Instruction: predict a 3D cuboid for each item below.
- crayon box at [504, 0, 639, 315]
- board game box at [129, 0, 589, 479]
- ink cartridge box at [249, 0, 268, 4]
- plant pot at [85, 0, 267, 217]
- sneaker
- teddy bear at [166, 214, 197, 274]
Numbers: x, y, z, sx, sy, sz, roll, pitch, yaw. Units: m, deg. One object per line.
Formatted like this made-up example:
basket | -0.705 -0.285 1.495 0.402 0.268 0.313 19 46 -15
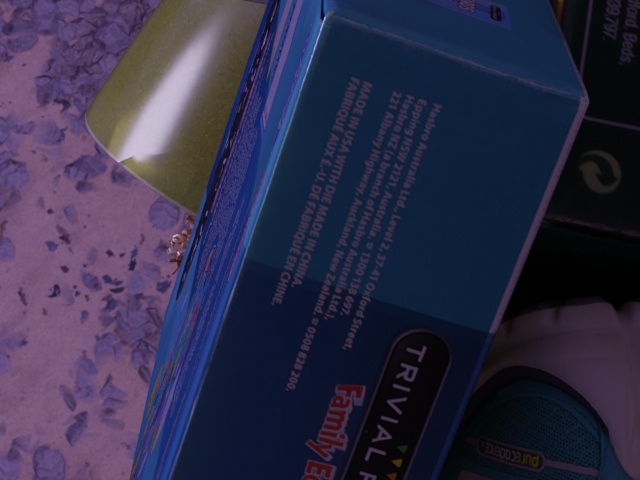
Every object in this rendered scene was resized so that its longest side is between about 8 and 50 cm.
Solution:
crayon box | 0.101 -0.056 0.751 0.323 0.083 0.203 117 164 -75
board game box | 0.000 0.000 0.687 0.336 0.079 0.254 -87 16 -68
ink cartridge box | 0.008 -0.224 0.927 0.385 0.308 0.091 117 164 -73
plant pot | 0.011 -0.162 1.386 0.293 0.274 0.275 -63 8 14
sneaker | 0.067 0.119 0.675 0.275 0.107 0.110 107 164 -60
teddy bear | 0.015 -0.030 1.141 0.113 0.245 0.338 63 173 11
